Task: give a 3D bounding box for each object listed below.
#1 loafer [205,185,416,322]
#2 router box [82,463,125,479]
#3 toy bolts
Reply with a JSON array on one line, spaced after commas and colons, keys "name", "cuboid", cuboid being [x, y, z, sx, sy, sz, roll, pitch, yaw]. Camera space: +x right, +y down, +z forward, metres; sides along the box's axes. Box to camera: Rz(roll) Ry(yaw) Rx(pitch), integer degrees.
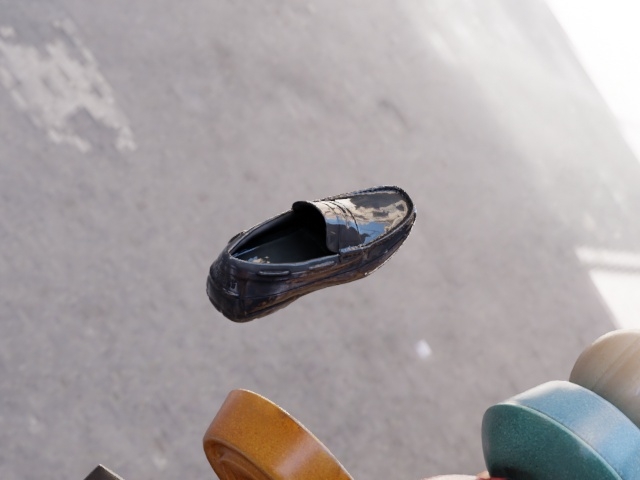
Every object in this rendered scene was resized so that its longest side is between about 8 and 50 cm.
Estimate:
[{"name": "loafer", "cuboid": [0.000, 0.000, 1.412, 0.223, 0.078, 0.076, -25, 58, -33]}, {"name": "router box", "cuboid": [-0.108, 0.330, 1.218, 0.309, 0.081, 0.243, 32, 27, 7]}, {"name": "toy bolts", "cuboid": [0.078, 0.105, 0.778, 0.218, 0.158, 0.228, 45, -22, 4]}]
